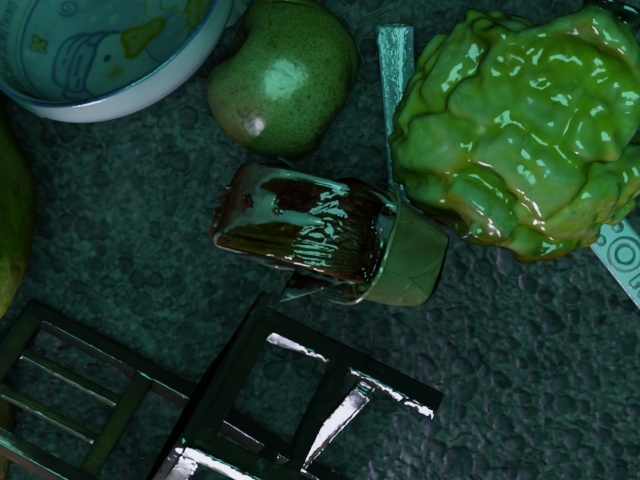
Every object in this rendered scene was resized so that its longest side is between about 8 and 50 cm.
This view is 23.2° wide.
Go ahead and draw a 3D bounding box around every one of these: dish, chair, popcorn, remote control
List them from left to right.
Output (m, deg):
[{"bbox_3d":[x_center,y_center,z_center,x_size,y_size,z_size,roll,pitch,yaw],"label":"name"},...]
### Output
[{"bbox_3d":[-0.194,-0.214,1.578,0.273,0.134,0.273,-11,58,18],"label":"dish"},{"bbox_3d":[-0.129,0.171,1.567,0.416,0.203,0.240,31,141,-4],"label":"chair"},{"bbox_3d":[0.209,-0.098,1.544,0.293,0.293,0.237,19,85,-2],"label":"popcorn"},{"bbox_3d":[0.348,0.043,1.673,0.050,0.027,0.184,-38,91,4],"label":"remote control"}]

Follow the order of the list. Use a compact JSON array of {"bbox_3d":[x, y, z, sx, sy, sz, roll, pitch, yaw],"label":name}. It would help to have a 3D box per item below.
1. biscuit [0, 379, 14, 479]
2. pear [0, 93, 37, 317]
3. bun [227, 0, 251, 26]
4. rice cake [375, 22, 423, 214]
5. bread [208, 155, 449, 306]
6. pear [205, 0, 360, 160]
[{"bbox_3d":[-0.476,0.196,1.671,0.296,0.102,0.296,0,98,3],"label":"biscuit"},{"bbox_3d":[-0.446,-0.039,1.493,0.352,0.413,0.352,4,110,12],"label":"pear"},{"bbox_3d":[-0.107,-0.261,1.624,0.083,0.045,0.083,-1,100,-3],"label":"bun"},{"bbox_3d":[0.085,-0.123,1.647,0.043,0.034,0.211,-4,98,5],"label":"rice cake"},{"bbox_3d":[0.000,0.000,1.566,0.212,0.224,0.142,18,86,-25],"label":"bread"},{"bbox_3d":[-0.035,-0.166,1.583,0.136,0.167,0.167,31,97,-7],"label":"pear"}]
